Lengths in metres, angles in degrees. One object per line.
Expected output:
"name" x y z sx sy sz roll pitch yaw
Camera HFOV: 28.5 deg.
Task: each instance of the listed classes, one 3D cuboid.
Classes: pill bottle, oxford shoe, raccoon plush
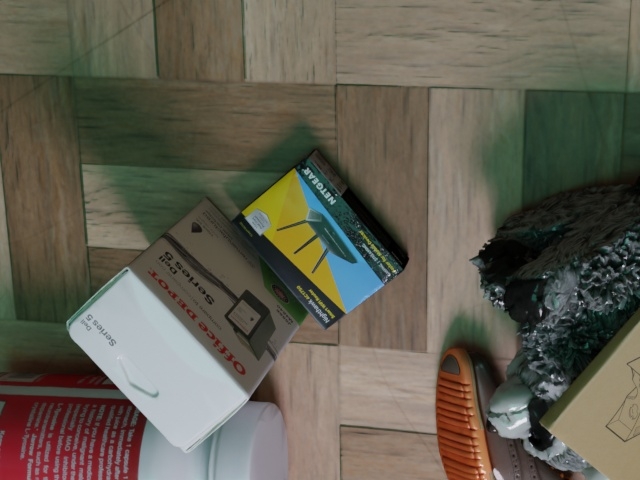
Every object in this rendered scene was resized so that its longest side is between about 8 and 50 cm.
"pill bottle" -0.257 0.284 1.589 0.407 0.229 0.229 0 108 15
"oxford shoe" 0.237 0.294 1.547 0.132 0.130 0.364 -18 97 -14
"raccoon plush" 0.378 0.094 1.389 0.446 0.216 0.299 -21 110 19

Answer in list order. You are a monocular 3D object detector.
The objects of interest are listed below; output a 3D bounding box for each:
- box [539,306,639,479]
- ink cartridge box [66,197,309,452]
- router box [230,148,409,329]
"box" 0.345 0.157 1.332 0.164 0.021 0.201 38 95 -33
"ink cartridge box" -0.145 0.090 1.471 0.115 0.273 0.198 -41 95 22
"router box" 0.000 0.000 1.527 0.133 0.046 0.179 -39 95 22
